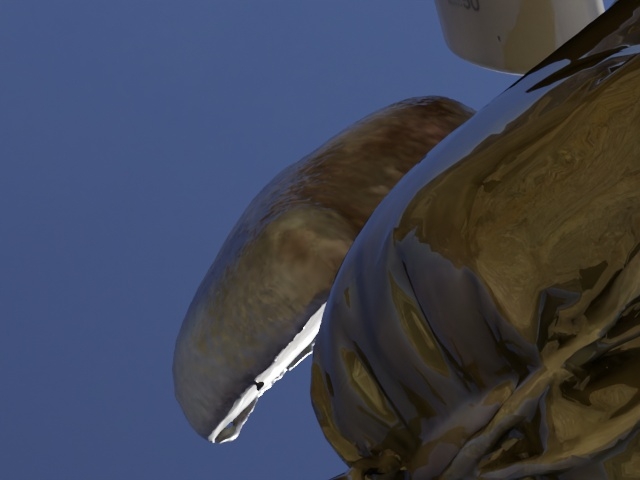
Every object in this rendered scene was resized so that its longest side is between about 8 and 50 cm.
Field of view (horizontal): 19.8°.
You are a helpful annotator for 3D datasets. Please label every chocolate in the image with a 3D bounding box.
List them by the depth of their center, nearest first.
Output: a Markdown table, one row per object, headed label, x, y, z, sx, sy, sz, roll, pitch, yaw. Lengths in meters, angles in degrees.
| label | x | y | z | sx | sy | sz | roll | pitch | yaw |
| --- | --- | --- | --- | --- | --- | --- | --- | --- | --- |
| chocolate | 0.000 | 0.000 | 1.150 | 0.100 | 0.185 | 0.303 | 42 | -146 | 0 |

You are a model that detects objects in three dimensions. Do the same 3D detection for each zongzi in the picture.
| label | x | y | z | sx | sy | sz | roll | pitch | yaw |
| --- | --- | --- | --- | --- | --- | --- | --- | --- | --- |
| zongzi | 0.242 | 0.098 | 0.555 | 0.467 | 0.218 | 0.500 | 46 | -132 | 7 |

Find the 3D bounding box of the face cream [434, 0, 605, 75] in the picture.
| label | x | y | z | sx | sy | sz | roll | pitch | yaw |
| --- | --- | --- | --- | --- | --- | --- | --- | --- | --- |
| face cream | 0.095 | -0.281 | 1.184 | 0.081 | 0.348 | 0.173 | -26 | -154 | -19 |
